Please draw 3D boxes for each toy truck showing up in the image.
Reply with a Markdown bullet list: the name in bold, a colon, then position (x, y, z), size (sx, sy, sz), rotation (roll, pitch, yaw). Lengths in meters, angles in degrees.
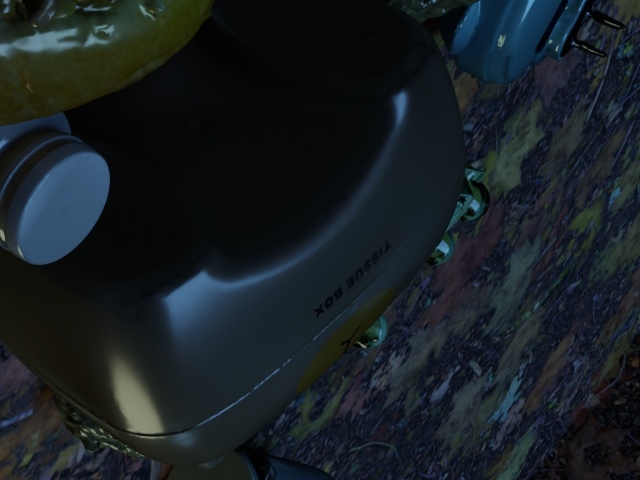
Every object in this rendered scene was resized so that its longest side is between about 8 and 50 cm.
- **toy truck**: position (0.058, 0.002, 1.706), size (0.259, 0.135, 0.128), rotation (-57, 157, 13)

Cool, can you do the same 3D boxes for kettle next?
- **kettle**: position (-0.102, 0.327, 1.797), size (0.210, 0.160, 0.243), rotation (-32, 151, 11)

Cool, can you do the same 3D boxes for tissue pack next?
- **tissue pack**: position (-0.074, -0.014, 1.243), size (0.387, 0.267, 0.277), rotation (-43, 149, -27)

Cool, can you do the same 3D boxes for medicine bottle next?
- **medicine bottle**: position (-0.228, -0.064, 0.982), size (0.107, 0.191, 0.107), rotation (-44, 153, -30)

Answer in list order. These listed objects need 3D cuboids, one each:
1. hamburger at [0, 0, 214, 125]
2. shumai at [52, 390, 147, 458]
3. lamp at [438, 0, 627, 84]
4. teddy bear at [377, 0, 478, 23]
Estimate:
- **hamburger**: position (-0.160, -0.223, 0.824), size (0.445, 0.287, 0.268), rotation (-41, 149, -39)
- **shumai**: position (-0.164, 0.120, 1.460), size (0.184, 0.184, 0.142), rotation (-53, -175, -12)
- **lamp**: position (0.218, -0.266, 1.661), size (0.284, 0.147, 0.209), rotation (12, 110, -56)
- **teddy bear**: position (0.109, -0.296, 1.414), size (0.267, 0.156, 0.256), rotation (-60, 155, 7)
